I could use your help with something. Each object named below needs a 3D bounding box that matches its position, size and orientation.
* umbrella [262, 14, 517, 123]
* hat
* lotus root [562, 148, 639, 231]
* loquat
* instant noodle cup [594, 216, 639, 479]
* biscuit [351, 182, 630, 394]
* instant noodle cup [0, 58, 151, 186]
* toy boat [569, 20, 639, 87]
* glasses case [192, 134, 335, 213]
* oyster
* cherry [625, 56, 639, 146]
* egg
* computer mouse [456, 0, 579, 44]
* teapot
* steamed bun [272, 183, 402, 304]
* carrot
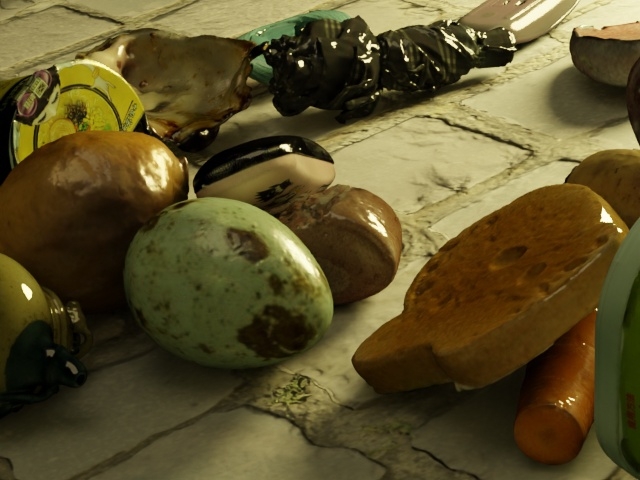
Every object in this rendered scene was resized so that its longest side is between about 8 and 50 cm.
[{"bbox_3d":[0.088,-0.242,2.348,0.337,0.128,0.154,-14,40,-22],"label":"umbrella"},{"bbox_3d":[-0.038,-0.261,2.473,0.191,0.078,0.138,-15,43,-8],"label":"hat"},{"bbox_3d":[0.340,-0.023,1.756,0.154,0.140,0.257,10,5,-30],"label":"lotus root"},{"bbox_3d":[-0.251,-0.020,1.881,0.238,0.193,0.238,-12,-17,-4],"label":"loquat"},{"bbox_3d":[0.407,0.110,1.331,0.294,0.294,0.308,-26,37,-31],"label":"instant noodle cup"},{"bbox_3d":[0.161,0.057,1.638,0.287,0.057,0.344,-36,13,2],"label":"biscuit"},{"bbox_3d":[-0.363,-0.119,2.175,0.236,0.215,0.215,3,27,44],"label":"instant noodle cup"},{"bbox_3d":[0.405,-0.233,2.266,0.155,0.085,0.227,-3,13,-3],"label":"toy boat"},{"bbox_3d":[-0.059,-0.071,1.965,0.122,0.075,0.314,-20,-3,9],"label":"glasses case"},{"bbox_3d":[-0.236,-0.200,2.405,0.361,0.096,0.221,10,36,36],"label":"oyster"},{"bbox_3d":[0.443,-0.152,1.948,0.195,0.195,0.195,-8,25,4],"label":"cherry"},{"bbox_3d":[-0.091,0.046,1.738,0.231,0.169,0.169,19,37,31],"label":"egg"},{"bbox_3d":[0.284,-0.324,2.506,0.120,0.057,0.232,11,35,38],"label":"computer mouse"},{"bbox_3d":[-0.327,0.094,1.759,0.183,0.173,0.269,8,10,-39],"label":"teapot"},{"bbox_3d":[0.000,0.000,1.870,0.175,0.106,0.145,-9,22,11],"label":"steamed bun"},{"bbox_3d":[0.220,0.122,1.561,0.087,0.087,0.193,4,33,28],"label":"carrot"}]
